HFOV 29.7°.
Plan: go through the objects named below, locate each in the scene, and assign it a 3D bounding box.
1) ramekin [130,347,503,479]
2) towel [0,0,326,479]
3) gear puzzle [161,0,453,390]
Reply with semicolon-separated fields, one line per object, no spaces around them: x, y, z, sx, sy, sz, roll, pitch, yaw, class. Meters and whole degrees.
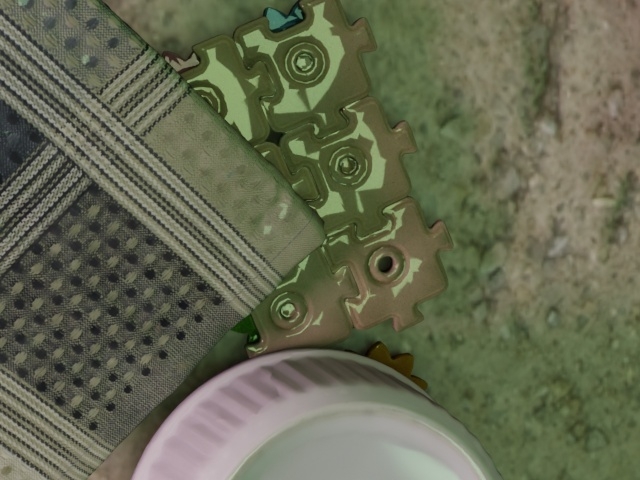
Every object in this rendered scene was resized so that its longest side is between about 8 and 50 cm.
0.007;0.209;0.796;0.273;0.127;0.272;1;86;-17;ramekin
-0.198;0.003;0.758;0.312;0.056;0.324;-45;121;-1;towel
0.000;0.000;0.876;0.175;0.044;0.339;-25;106;-9;gear puzzle
